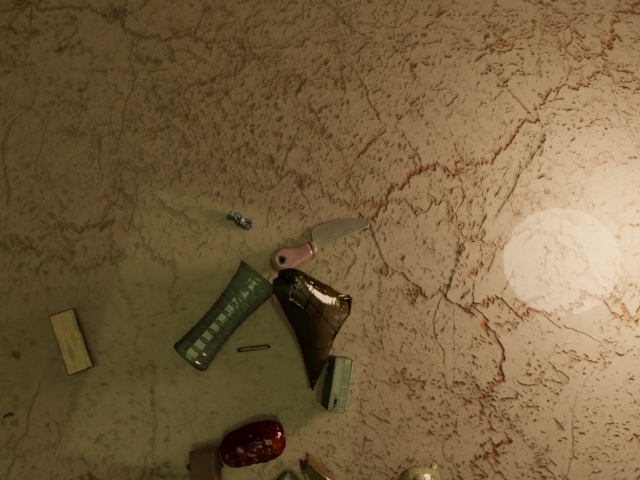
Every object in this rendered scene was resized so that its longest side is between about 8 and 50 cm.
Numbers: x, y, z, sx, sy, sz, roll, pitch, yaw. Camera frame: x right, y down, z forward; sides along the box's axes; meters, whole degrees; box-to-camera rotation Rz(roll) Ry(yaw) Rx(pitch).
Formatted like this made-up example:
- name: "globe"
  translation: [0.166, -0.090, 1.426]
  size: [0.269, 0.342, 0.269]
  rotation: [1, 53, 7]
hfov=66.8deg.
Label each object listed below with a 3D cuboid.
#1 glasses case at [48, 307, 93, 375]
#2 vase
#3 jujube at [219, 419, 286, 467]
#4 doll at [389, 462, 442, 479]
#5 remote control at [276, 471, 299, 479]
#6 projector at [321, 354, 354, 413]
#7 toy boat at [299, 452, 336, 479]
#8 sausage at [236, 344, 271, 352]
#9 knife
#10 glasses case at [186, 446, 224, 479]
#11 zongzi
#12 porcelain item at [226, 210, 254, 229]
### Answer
- name: "glasses case"
  translation: [-0.672, 0.273, 1.311]
  size: [0.064, 0.041, 0.170]
  rotation: [-19, 82, -24]
- name: "vase"
  translation: [-0.263, 0.213, 1.346]
  size: [0.143, 0.143, 0.299]
  rotation: [40, 79, 0]
- name: "jujube"
  translation: [-0.182, 0.544, 1.303]
  size: [0.176, 0.112, 0.109]
  rotation: [-13, 55, -5]
- name: "doll"
  translation: [0.257, 0.762, 1.347]
  size: [0.149, 0.175, 0.278]
  rotation: [3, 86, 29]
- name: "remote control"
  translation: [-0.042, 0.747, 1.328]
  size: [0.233, 0.038, 0.098]
  rotation: [45, 76, 0]
- name: "projector"
  translation: [0.048, 0.402, 1.369]
  size: [0.061, 0.115, 0.147]
  rotation: [12, 77, -9]
- name: "toy boat"
  translation: [0.021, 0.677, 1.335]
  size: [0.064, 0.072, 0.206]
  rotation: [-44, 78, 1]
- name: "sausage"
  translation: [-0.192, 0.311, 1.397]
  size: [0.100, 0.015, 0.015]
  rotation: [-5, 80, -10]
- name: "knife"
  translation: [-0.002, -0.002, 1.488]
  size: [0.336, 0.043, 0.081]
  rotation: [-27, 78, -20]
- name: "glasses case"
  translation: [-0.306, 0.650, 1.295]
  size: [0.102, 0.070, 0.194]
  rotation: [-9, 82, 17]
- name: "zongzi"
  translation: [-0.056, 0.245, 1.339]
  size: [0.260, 0.123, 0.289]
  rotation: [32, 77, -38]
- name: "porcelain item"
  translation: [-0.238, -0.060, 1.453]
  size: [0.083, 0.028, 0.036]
  rotation: [26, 74, -5]
